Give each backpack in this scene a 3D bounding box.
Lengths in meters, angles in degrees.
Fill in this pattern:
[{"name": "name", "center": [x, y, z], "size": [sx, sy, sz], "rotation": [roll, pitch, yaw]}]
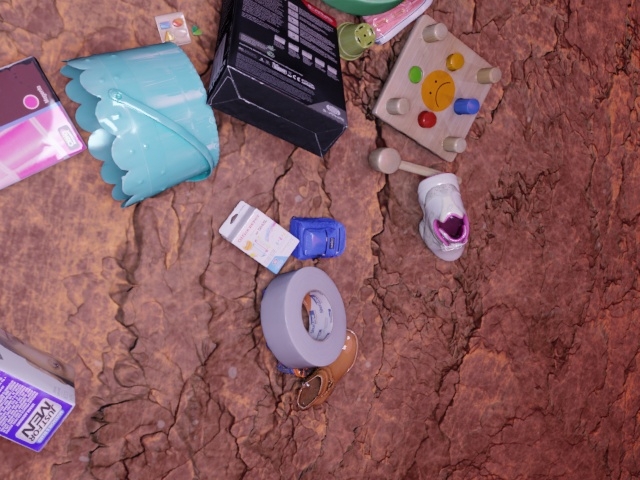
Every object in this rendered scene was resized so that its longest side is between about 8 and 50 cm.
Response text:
[{"name": "backpack", "center": [0.000, 0.000, 1.201], "size": [0.120, 0.101, 0.098], "rotation": [-2, 107, -28]}]

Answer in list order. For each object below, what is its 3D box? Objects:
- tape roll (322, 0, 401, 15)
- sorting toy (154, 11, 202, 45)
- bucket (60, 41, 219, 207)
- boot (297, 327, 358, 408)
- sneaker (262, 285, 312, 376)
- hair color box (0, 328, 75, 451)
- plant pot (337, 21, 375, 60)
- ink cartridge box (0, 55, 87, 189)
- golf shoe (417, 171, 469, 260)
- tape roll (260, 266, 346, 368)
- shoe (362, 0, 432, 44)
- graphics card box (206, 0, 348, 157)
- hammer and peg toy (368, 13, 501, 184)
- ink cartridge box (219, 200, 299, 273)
[{"name": "tape roll", "center": [0.090, -0.645, 1.100], "size": [0.321, 0.077, 0.321], "rotation": [-1, 92, -17]}, {"name": "sorting toy", "center": [-0.279, -0.421, 1.043], "size": [0.083, 0.012, 0.062], "rotation": [-20, 107, -19]}, {"name": "bucket", "center": [-0.313, -0.208, 0.932], "size": [0.183, 0.281, 0.281], "rotation": [-25, 109, -24]}, {"name": "boot", "center": [0.020, 0.303, 1.236], "size": [0.197, 0.073, 0.152], "rotation": [-67, 160, 3]}, {"name": "sneaker", "center": [-0.094, 0.212, 1.207], "size": [0.083, 0.087, 0.221], "rotation": [-17, 91, -57]}, {"name": "hair color box", "center": [-0.608, 0.216, 0.918], "size": [0.339, 0.185, 0.110], "rotation": [41, 81, -25]}, {"name": "plant pot", "center": [0.081, -0.447, 1.163], "size": [0.083, 0.079, 0.083], "rotation": [-4, 101, -23]}, {"name": "ink cartridge box", "center": [-0.614, -0.154, 0.892], "size": [0.371, 0.069, 0.176], "rotation": [-30, 110, -14]}, {"name": "golf shoe", "center": [0.301, -0.021, 1.263], "size": [0.115, 0.140, 0.306], "rotation": [-18, 141, 8]}, {"name": "tape roll", "center": [-0.033, 0.172, 1.168], "size": [0.219, 0.072, 0.219], "rotation": [27, 55, -47]}, {"name": "shoe", "center": [0.176, -0.533, 1.198], "size": [0.178, 0.063, 0.081], "rotation": [-42, 117, -6]}, {"name": "graphics card box", "center": [-0.075, -0.344, 0.982], "size": [0.233, 0.371, 0.094], "rotation": [21, 134, -27]}, {"name": "hammer and peg toy", "center": [0.253, -0.300, 1.244], "size": [0.266, 0.127, 0.361], "rotation": [25, 92, -26]}, {"name": "ink cartridge box", "center": [-0.138, -0.009, 1.141], "size": [0.143, 0.090, 0.092], "rotation": [37, 84, -26]}]
